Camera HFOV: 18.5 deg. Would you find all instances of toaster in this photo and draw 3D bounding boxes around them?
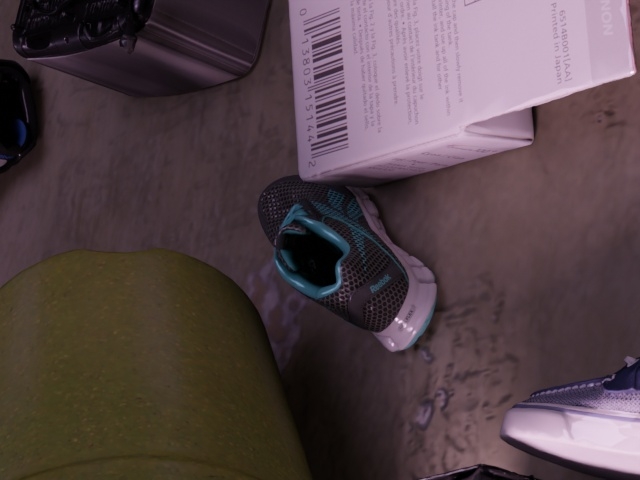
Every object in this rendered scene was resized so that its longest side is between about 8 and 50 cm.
[{"bbox_3d":[-0.119,-0.187,1.340,0.168,0.110,0.185,-6,69,51],"label":"toaster"}]

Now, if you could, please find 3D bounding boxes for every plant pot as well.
[{"bbox_3d":[-0.109,0.148,1.079,0.276,0.276,0.254,-45,33,28],"label":"plant pot"}]

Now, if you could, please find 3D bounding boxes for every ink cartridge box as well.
[{"bbox_3d":[0.082,-0.198,1.088,0.261,0.066,0.296,-14,76,48],"label":"ink cartridge box"}]

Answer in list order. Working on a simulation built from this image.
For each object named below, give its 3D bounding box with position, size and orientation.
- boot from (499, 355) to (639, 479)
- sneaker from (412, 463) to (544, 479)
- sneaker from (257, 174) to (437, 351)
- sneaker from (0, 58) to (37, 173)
[{"bbox_3d":[0.172,0.067,0.914,0.190,0.069,0.086,0,67,42],"label":"boot"},{"bbox_3d":[0.103,0.137,0.937,0.170,0.089,0.051,-8,68,49],"label":"sneaker"},{"bbox_3d":[0.000,0.000,1.136,0.166,0.076,0.065,40,104,51],"label":"sneaker"},{"bbox_3d":[-0.280,-0.041,1.494,0.121,0.079,0.217,-3,71,50],"label":"sneaker"}]
